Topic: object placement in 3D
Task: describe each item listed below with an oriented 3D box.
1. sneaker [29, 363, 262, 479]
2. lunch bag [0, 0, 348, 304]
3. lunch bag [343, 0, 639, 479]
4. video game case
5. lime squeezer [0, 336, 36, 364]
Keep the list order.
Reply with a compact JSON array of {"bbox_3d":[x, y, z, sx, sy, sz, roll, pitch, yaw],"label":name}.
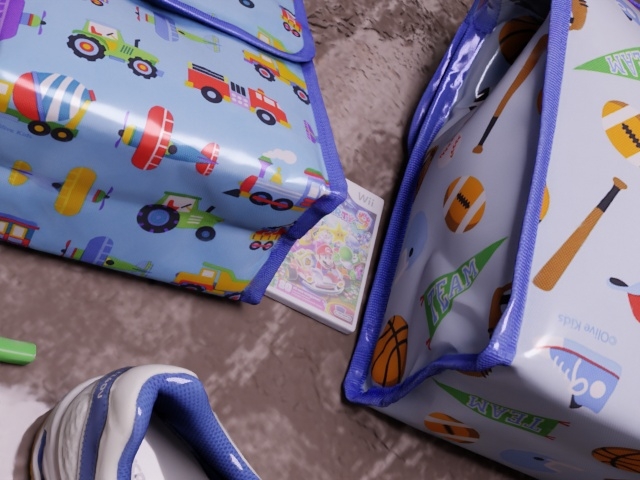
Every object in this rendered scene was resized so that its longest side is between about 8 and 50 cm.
[{"bbox_3d":[-0.051,0.202,0.451,0.112,0.131,0.296,-31,88,-40],"label":"sneaker"},{"bbox_3d":[-0.116,-0.131,0.588,0.221,0.138,0.293,17,48,-24],"label":"lunch bag"},{"bbox_3d":[0.232,-0.007,0.666,0.328,0.239,0.385,25,64,-18],"label":"lunch bag"},{"bbox_3d":[0.000,0.000,0.653,0.087,0.011,0.122,27,56,-19],"label":"video game case"},{"bbox_3d":[-0.281,-0.015,0.427,0.310,0.059,0.110,50,16,-17],"label":"lime squeezer"}]
